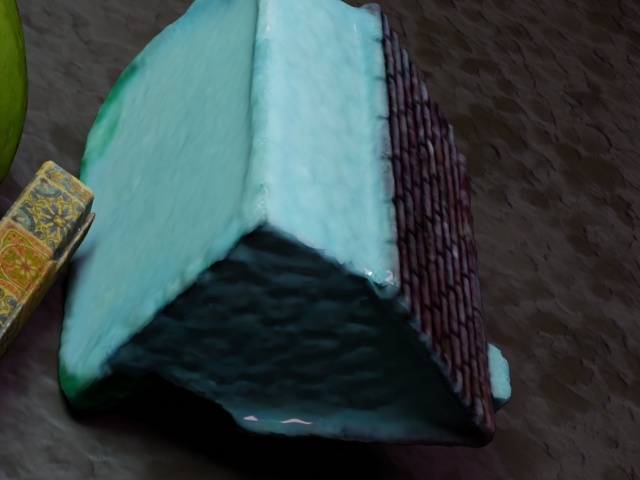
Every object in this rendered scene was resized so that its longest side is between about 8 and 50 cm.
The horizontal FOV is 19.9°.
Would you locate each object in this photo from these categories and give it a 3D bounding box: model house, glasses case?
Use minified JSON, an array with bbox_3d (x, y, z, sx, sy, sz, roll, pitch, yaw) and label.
[{"bbox_3d":[0.000,0.000,1.180,0.249,0.230,0.280,28,41,-28],"label":"model house"},{"bbox_3d":[-0.200,0.045,1.074,0.049,0.075,0.218,36,38,-8],"label":"glasses case"}]

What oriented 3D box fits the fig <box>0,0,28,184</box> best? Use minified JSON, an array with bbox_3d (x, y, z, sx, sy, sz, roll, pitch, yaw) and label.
[{"bbox_3d":[-0.264,-0.120,1.074,0.203,0.225,0.203,19,19,-7],"label":"fig"}]
